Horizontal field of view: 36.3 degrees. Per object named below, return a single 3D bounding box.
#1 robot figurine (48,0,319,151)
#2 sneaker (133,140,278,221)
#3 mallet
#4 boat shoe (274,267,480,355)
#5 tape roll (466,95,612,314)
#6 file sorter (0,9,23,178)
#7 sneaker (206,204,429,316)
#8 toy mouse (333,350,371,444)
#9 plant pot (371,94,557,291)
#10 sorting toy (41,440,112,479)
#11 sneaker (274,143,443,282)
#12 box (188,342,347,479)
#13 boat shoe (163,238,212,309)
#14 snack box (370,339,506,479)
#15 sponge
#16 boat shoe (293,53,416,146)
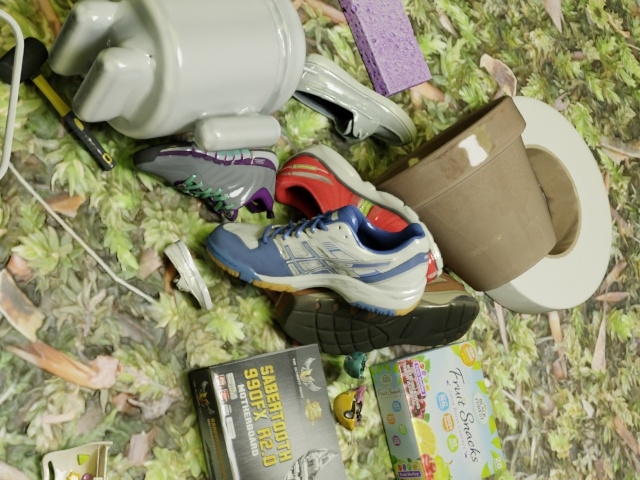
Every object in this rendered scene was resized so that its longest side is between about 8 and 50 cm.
[{"bbox_3d":[-0.162,-0.242,1.249,0.353,0.200,0.300,-15,73,-42],"label":"robot figurine"},{"bbox_3d":[-0.143,-0.076,1.301,0.224,0.083,0.098,1,82,-40],"label":"sneaker"},{"bbox_3d":[-0.325,-0.158,1.206,0.062,0.039,0.189,-45,111,-39],"label":"mallet"},{"bbox_3d":[0.078,0.087,1.427,0.324,0.122,0.120,5,43,-32],"label":"boat shoe"},{"bbox_3d":[0.370,-0.062,1.724,0.392,0.072,0.392,11,71,-37],"label":"tape roll"},{"bbox_3d":[-0.435,-0.119,0.947,0.173,0.278,0.192,16,68,-40],"label":"file sorter"},{"bbox_3d":[0.000,0.000,1.293,0.297,0.131,0.112,11,31,-1],"label":"sneaker"},{"bbox_3d":[0.044,0.208,1.376,0.143,0.031,0.161,-69,163,-51],"label":"toy mouse"},{"bbox_3d":[0.235,-0.055,1.468,0.263,0.263,0.229,-38,95,-39],"label":"plant pot"},{"bbox_3d":[-0.282,0.271,1.115,0.075,0.045,0.083,10,72,-30],"label":"sorting toy"},{"bbox_3d":[0.045,-0.017,1.386,0.279,0.107,0.118,38,60,17],"label":"sneaker"},{"bbox_3d":[-0.063,0.265,1.284,0.183,0.056,0.231,-7,82,-40],"label":"box"},{"bbox_3d":[-0.175,0.050,1.273,0.035,0.035,0.100,-27,100,-13],"label":"boat shoe"},{"bbox_3d":[0.179,0.268,1.474,0.175,0.070,0.207,-8,84,-40],"label":"snack box"},{"bbox_3d":[0.104,-0.346,1.611,0.117,0.031,0.210,-25,94,-41],"label":"sponge"},{"bbox_3d":[0.046,-0.195,1.500,0.227,0.079,0.081,31,69,-23],"label":"boat shoe"}]
